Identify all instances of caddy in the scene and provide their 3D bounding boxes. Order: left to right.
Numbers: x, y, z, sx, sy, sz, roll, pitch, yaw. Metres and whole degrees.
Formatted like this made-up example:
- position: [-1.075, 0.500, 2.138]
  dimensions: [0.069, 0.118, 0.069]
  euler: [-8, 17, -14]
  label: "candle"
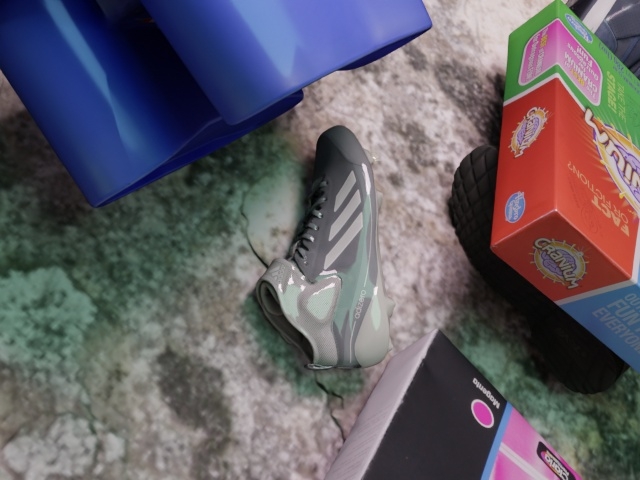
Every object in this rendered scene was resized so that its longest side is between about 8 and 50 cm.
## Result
- position: [-0.073, -0.163, 0.609]
  dimensions: [0.179, 0.241, 0.341]
  euler: [62, 26, -7]
  label: "caddy"

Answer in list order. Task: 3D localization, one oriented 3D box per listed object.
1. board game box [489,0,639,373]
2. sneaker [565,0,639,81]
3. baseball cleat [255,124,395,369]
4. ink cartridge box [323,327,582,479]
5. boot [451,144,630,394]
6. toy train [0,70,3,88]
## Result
- position: [0.264, -0.044, 0.810]
  dimensions: [0.242, 0.064, 0.316]
  euler: [37, 41, -20]
  label: "board game box"
- position: [0.361, -0.248, 0.946]
  dimensions: [0.163, 0.226, 0.086]
  euler: [31, 19, -14]
  label: "sneaker"
- position: [0.000, 0.000, 0.716]
  dimensions: [0.110, 0.072, 0.205]
  euler: [-2, 67, -22]
  label: "baseball cleat"
- position: [0.068, 0.222, 0.589]
  dimensions: [0.176, 0.069, 0.371]
  euler: [47, 36, -4]
  label: "ink cartridge box"
- position: [0.230, 0.013, 0.844]
  dimensions: [0.161, 0.083, 0.246]
  euler: [-23, 82, -46]
  label: "boot"
- position: [-0.250, -0.085, 0.572]
  dimensions: [0.105, 0.143, 0.248]
  euler: [27, 60, -17]
  label: "toy train"
